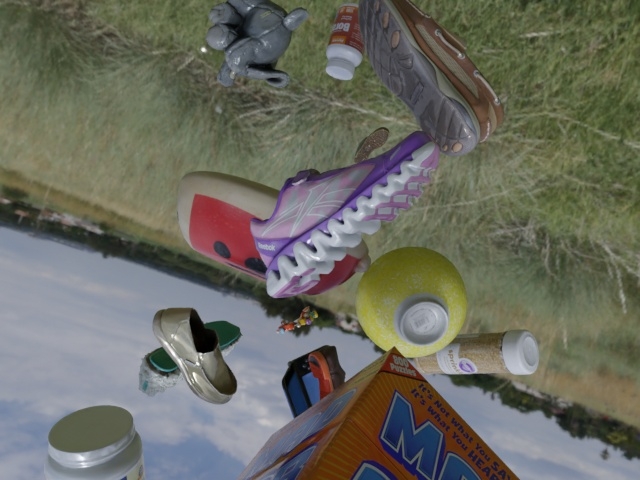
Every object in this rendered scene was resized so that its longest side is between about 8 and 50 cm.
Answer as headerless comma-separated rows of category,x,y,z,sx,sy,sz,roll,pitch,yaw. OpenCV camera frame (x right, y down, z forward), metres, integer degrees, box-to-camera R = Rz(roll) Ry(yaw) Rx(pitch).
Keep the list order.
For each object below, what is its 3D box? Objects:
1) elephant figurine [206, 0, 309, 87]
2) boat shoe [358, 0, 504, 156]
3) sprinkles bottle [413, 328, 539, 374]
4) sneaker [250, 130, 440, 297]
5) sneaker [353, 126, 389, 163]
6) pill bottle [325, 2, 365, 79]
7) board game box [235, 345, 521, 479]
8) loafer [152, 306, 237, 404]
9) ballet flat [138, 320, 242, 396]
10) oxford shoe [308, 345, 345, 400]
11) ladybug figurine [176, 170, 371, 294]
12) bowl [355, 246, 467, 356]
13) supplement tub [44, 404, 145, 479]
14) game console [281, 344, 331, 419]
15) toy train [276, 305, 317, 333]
elephant figurine,-0.129,-0.393,1.121,0.186,0.169,0.239,38,176,12
boat shoe,0.174,-0.286,0.871,0.324,0.116,0.123,59,160,7
sprinkles bottle,0.444,0.330,1.578,0.121,0.121,0.355,24,154,-37
sneaker,0.014,-0.043,0.568,0.104,0.236,0.095,57,-161,18
sneaker,0.189,-0.370,2.016,0.064,0.086,0.192,29,135,-16
pill bottle,0.087,-0.639,1.745,0.121,0.216,0.121,15,174,2
board game box,0.054,0.450,0.761,0.356,0.356,0.356,47,-145,3
loafer,-0.253,0.249,1.165,0.092,0.102,0.268,-23,118,19
ballet flat,-0.401,0.355,1.643,0.147,0.146,0.409,15,-166,25
oxford shoe,0.050,0.466,1.716,0.098,0.271,0.097,-22,-167,-33
ladybug figurine,-0.114,-0.005,1.130,0.450,0.161,0.305,19,168,20
bowl,0.235,0.173,1.322,0.290,0.289,0.156,20,-167,-8
supplement tub,-0.572,0.620,1.392,0.236,0.324,0.235,0,-164,0
game console,-0.001,0.542,1.839,0.250,0.293,0.173,-21,-173,-21
toy train,-0.080,0.266,1.841,0.125,0.046,0.166,-18,-178,20
